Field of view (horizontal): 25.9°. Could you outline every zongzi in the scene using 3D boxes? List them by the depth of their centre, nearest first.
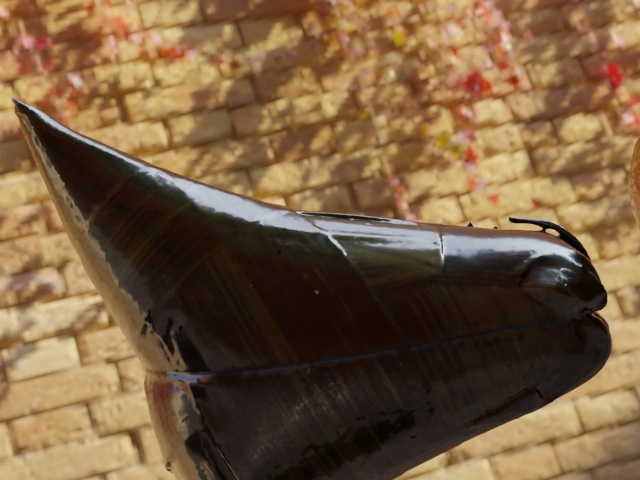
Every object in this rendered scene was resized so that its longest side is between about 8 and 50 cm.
[{"bbox_3d":[0.000,0.000,1.163,0.403,0.432,0.208,-26,8,2],"label":"zongzi"}]

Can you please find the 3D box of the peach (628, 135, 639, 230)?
[{"bbox_3d":[0.407,-0.043,1.212,0.238,0.281,0.281,-60,-28,3],"label":"peach"}]
